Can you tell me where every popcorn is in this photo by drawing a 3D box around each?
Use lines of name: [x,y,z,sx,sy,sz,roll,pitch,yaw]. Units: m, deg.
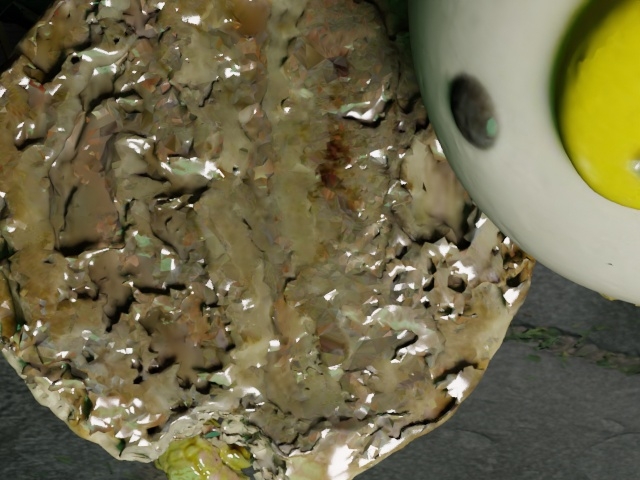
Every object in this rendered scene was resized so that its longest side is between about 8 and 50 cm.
popcorn: [-0.119,0.212,1.366,0.089,0.109,0.097,-32,173,-1]

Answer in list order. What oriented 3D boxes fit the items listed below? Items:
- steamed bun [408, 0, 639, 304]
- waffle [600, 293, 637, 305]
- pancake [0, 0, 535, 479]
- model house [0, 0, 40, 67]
steamed bun: [0.203,-0.144,0.722,0.333,0.334,0.374,13,127,-9]
waffle: [0.313,0.048,1.147,0.149,0.051,0.194,-13,141,21]
pancake: [-0.044,-0.024,0.884,0.382,0.382,0.071,9,171,-3]
model house: [-0.254,-0.063,1.031,0.136,0.207,0.219,-8,157,-47]
